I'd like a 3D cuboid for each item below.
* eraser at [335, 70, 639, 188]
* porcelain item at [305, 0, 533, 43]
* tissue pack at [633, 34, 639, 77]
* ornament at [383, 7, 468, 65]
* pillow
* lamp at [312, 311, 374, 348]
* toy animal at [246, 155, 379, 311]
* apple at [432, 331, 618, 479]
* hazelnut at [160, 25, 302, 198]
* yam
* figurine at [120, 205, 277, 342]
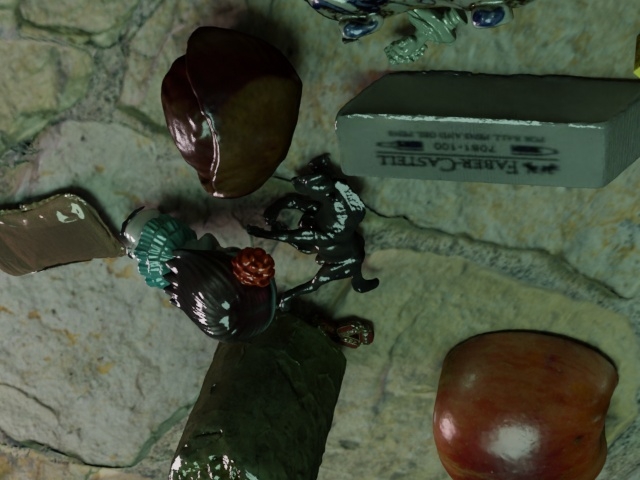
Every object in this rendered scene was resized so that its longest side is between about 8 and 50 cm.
[{"bbox_3d":[0.197,-0.124,1.762,0.353,0.077,0.111,3,139,9],"label":"eraser"},{"bbox_3d":[0.099,-0.309,1.540,0.288,0.138,0.186,-2,122,22],"label":"porcelain item"},{"bbox_3d":[0.422,-0.211,1.616,0.095,0.062,0.176,34,136,-22],"label":"tissue pack"},{"bbox_3d":[0.116,-0.227,1.689,0.068,0.041,0.092,17,131,-16],"label":"ornament"},{"bbox_3d":[-0.372,-0.006,2.078,0.211,0.034,0.135,-9,140,25],"label":"pillow"},{"bbox_3d":[0.033,0.126,2.139,0.083,0.031,0.063,2,144,11],"label":"lamp"},{"bbox_3d":[0.000,0.000,1.955,0.148,0.084,0.232,-6,134,18],"label":"toy animal"},{"bbox_3d":[0.283,0.276,2.155,0.251,0.163,0.293,1,141,14],"label":"apple"},{"bbox_3d":[-0.105,-0.140,1.740,0.161,0.170,0.201,19,130,-7],"label":"hazelnut"},{"bbox_3d":[-0.080,0.243,2.083,0.195,0.300,0.195,11,144,8],"label":"yam"},{"bbox_3d":[-0.155,0.033,1.950,0.245,0.110,0.137,29,143,36],"label":"figurine"}]
